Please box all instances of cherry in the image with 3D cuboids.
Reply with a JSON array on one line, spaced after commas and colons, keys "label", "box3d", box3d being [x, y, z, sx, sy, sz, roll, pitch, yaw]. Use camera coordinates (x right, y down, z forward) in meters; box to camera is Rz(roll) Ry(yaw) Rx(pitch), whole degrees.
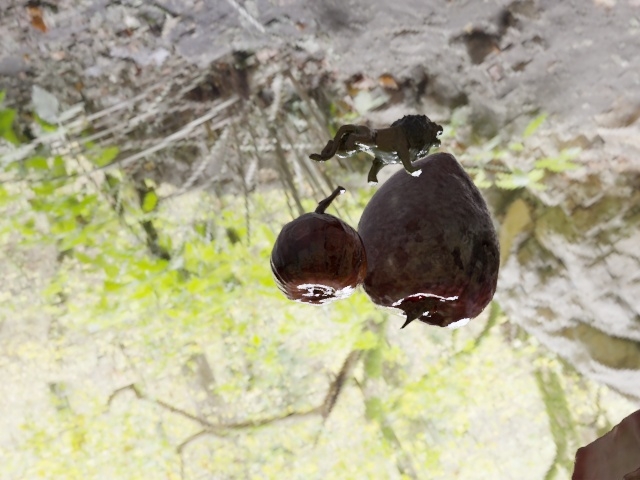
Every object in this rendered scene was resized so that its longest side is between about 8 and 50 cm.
[{"label": "cherry", "box3d": [0.161, 0.005, 1.463, 0.230, 0.300, 0.203, 23, 154, -28]}]

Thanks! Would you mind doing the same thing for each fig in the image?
[{"label": "fig", "box3d": [-0.001, 0.010, 1.214, 0.128, 0.128, 0.150, -3, 101, -39]}]

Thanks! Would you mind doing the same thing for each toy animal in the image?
[{"label": "toy animal", "box3d": [0.069, -0.108, 1.216, 0.219, 0.086, 0.069, -12, 169, -43]}]

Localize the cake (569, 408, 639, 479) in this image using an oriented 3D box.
[{"label": "cake", "box3d": [0.339, 0.226, 0.618, 0.269, 0.270, 0.319, 25, 139, -28]}]
